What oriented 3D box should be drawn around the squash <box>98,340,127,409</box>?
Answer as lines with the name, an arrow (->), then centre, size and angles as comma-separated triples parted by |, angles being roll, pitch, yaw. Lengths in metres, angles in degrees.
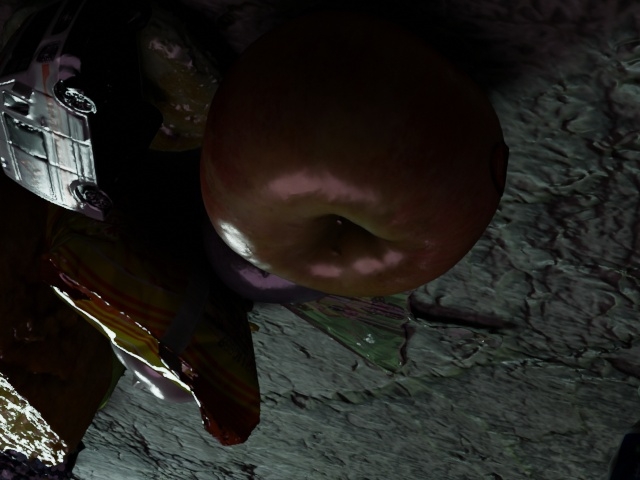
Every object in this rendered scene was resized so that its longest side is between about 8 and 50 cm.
squash -> -0.320, 0.147, 1.716 | 0.220, 0.133, 0.220 | 11, 158, 5

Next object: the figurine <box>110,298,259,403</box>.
figurine -> -0.143, 0.106, 1.548 | 0.137, 0.112, 0.229 | 19, 164, -13

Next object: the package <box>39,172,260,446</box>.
package -> -0.145, 0.021, 1.293 | 0.223, 0.108, 0.288 | 37, -169, -27

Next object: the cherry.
cherry -> 0.001, 0.005, 1.256 | 0.188, 0.115, 0.148 | 5, 138, 14

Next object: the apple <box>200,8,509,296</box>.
apple -> 0.023, -0.057, 1.066 | 0.209, 0.164, 0.209 | 5, 146, 3

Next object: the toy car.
toy car -> -0.177, -0.104, 1.088 | 0.108, 0.089, 0.210 | 21, 153, 9

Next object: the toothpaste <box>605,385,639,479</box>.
toothpaste -> 0.285, 0.256, 1.390 | 0.096, 0.266, 0.061 | 17, 156, -2

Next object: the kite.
kite -> 0.036, 0.056, 1.442 | 0.267, 0.013, 0.323 | 16, 154, 4

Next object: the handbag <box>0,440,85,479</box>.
handbag -> -0.421, 0.243, 1.953 | 0.208, 0.127, 0.228 | 34, 158, -32

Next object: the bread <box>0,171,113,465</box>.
bread -> -0.304, 0.046, 1.438 | 0.194, 0.179, 0.340 | 6, 146, 29

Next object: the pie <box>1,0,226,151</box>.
pie -> -0.145, -0.125, 1.169 | 0.186, 0.041, 0.187 | 14, 153, 7
